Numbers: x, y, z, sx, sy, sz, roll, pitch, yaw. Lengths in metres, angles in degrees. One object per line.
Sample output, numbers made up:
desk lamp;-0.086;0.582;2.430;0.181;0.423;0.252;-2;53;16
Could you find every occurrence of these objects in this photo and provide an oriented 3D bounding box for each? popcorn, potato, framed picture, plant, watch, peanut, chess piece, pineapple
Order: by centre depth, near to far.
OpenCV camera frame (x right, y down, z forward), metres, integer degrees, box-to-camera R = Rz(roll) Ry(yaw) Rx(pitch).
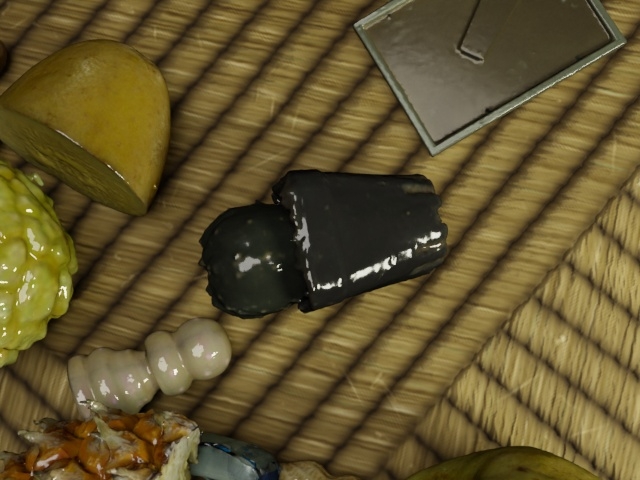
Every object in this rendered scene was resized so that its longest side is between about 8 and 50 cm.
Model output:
pineapple;-0.288;0.319;0.835;0.286;0.209;0.344;8;93;21
watch;-0.094;0.348;0.901;0.277;0.068;0.274;14;89;20
popcorn;-0.388;0.009;0.915;0.251;0.206;0.236;45;61;-32
plant;0.000;0.000;0.919;0.256;0.164;0.141;-13;86;-10
peanut;-0.002;0.266;0.943;0.113;0.054;0.053;14;86;5
chess piece;-0.181;0.136;0.959;0.171;0.094;0.094;-25;82;-1
potato;-0.238;-0.140;0.965;0.204;0.178;0.158;23;70;32
framed picture;0.186;-0.231;0.991;0.250;0.016;0.184;-31;81;2

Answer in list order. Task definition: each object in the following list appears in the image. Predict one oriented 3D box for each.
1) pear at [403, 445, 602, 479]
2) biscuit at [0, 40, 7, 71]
pear;0.179;0.345;0.804;0.304;0.304;0.303;-1;84;6
biscuit;-0.466;-0.203;1.044;0.197;0.049;0.301;-25;82;8
